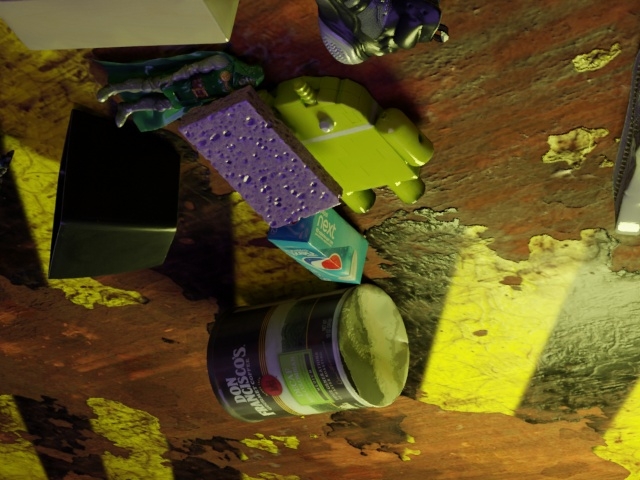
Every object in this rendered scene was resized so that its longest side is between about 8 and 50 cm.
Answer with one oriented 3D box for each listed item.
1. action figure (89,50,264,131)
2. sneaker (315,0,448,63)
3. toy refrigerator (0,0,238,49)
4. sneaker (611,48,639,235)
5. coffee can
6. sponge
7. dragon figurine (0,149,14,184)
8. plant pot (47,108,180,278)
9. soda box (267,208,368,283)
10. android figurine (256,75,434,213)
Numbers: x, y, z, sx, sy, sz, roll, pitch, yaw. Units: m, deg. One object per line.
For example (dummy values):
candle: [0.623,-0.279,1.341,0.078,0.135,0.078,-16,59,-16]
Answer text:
action figure: [-0.176,-0.200,1.581,0.232,0.063,0.137,-8,140,26]
sneaker: [0.053,-0.292,1.304,0.153,0.101,0.268,-2,152,22]
toy refrigerator: [-0.238,-0.293,1.420,0.270,0.094,0.102,1,154,20]
sneaker: [0.435,-0.122,1.419,0.148,0.131,0.350,1,153,6]
coffee can: [-0.021,0.189,2.014,0.275,0.201,0.201,-13,140,36]
sponge: [-0.076,-0.105,1.593,0.117,0.031,0.210,-21,129,31]
dragon figurine: [-0.545,-0.114,1.818,0.144,0.085,0.289,22,168,-14]
plant pot: [-0.295,-0.056,1.757,0.167,0.187,0.188,6,151,-14]
soda box: [0.000,0.000,1.767,0.067,0.071,0.210,5,164,25]
android figurine: [0.022,-0.128,1.623,0.248,0.056,0.273,-9,144,33]
